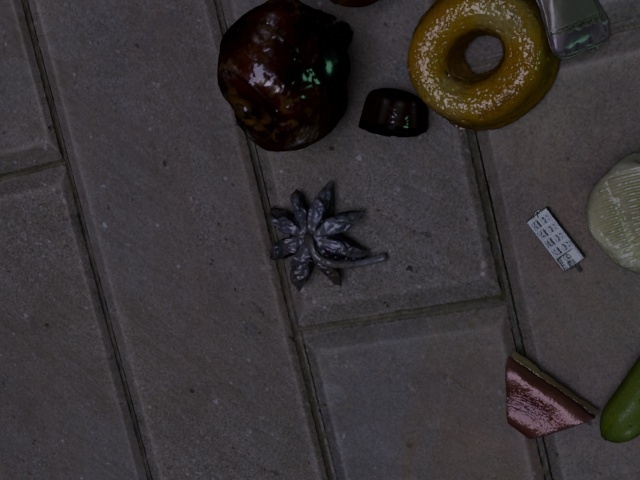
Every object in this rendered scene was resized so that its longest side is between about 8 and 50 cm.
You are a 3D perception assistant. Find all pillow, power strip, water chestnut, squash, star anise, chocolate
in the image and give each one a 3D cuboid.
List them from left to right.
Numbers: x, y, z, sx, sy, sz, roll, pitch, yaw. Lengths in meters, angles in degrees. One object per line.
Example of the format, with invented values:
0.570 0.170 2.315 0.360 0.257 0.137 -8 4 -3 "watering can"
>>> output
-0.057 -0.306 1.982 0.244 0.289 0.289 -22 92 15 "water chestnut"
0.000 -0.001 2.115 0.263 0.081 0.230 23 98 19 "star anise"
0.142 -0.236 1.982 0.125 0.149 0.080 -1 103 -15 "chocolate"
0.430 0.002 1.969 0.051 0.019 0.136 -37 86 23 "power strip"
0.409 -0.426 1.845 0.131 0.038 0.232 -22 94 -17 "pillow"
0.564 0.286 1.940 0.095 0.095 0.188 36 117 12 "squash"

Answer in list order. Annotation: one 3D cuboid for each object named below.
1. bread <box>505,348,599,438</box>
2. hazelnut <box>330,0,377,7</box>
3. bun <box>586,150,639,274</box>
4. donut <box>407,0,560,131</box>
0.401 0.302 2.018 0.192 0.067 0.119 38 105 10 "bread"
0.045 -0.515 1.944 0.204 0.178 0.178 42 117 43 "hazelnut"
0.566 -0.052 1.839 0.221 0.134 0.220 5 108 16 "bun"
0.277 -0.324 1.913 0.278 0.108 0.277 5 102 22 "donut"
